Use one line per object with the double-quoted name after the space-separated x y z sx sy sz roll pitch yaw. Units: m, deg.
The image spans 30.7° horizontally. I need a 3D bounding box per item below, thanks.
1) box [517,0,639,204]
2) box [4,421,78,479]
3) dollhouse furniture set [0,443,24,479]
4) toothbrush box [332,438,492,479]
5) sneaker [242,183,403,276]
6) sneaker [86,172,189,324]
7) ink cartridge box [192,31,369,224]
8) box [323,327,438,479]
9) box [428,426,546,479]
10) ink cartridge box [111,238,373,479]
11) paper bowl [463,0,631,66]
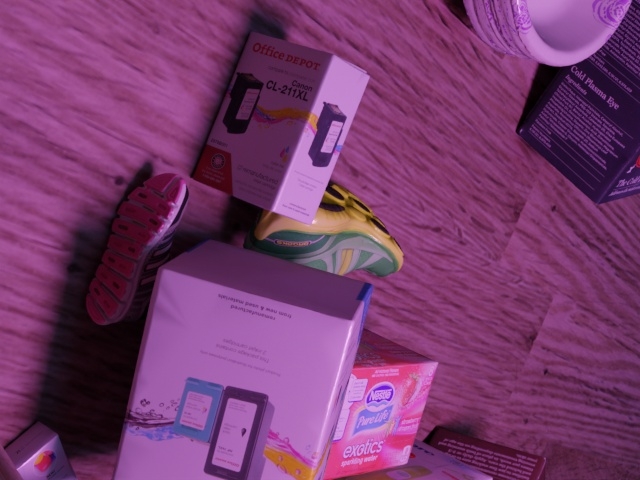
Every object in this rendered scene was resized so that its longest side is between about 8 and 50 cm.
0.524 -0.244 1.783 0.343 0.179 0.312 -14 142 -48 "box"
-0.308 0.301 1.208 0.145 0.038 0.186 -42 138 -31 "box"
-0.350 0.316 1.027 0.362 0.256 0.394 -23 144 -30 "dollhouse furniture set"
0.067 0.347 1.579 0.283 0.206 0.122 7 103 -53 "toothbrush box"
0.000 0.000 1.411 0.123 0.109 0.295 -46 151 15 "sneaker"
-0.177 0.012 1.201 0.075 0.063 0.170 25 90 -59 "sneaker"
-0.043 -0.122 1.242 0.072 0.127 0.175 20 92 -52 "ink cartridge box"
-0.002 0.199 1.461 0.300 0.142 0.154 4 106 -54 "box"
0.194 0.476 1.757 0.381 0.191 0.143 -50 145 -45 "box"
-0.079 0.163 1.201 0.198 0.197 0.270 -47 152 -78 "ink cartridge box"
0.284 -0.376 1.494 0.284 0.148 0.284 -20 121 -38 "paper bowl"
